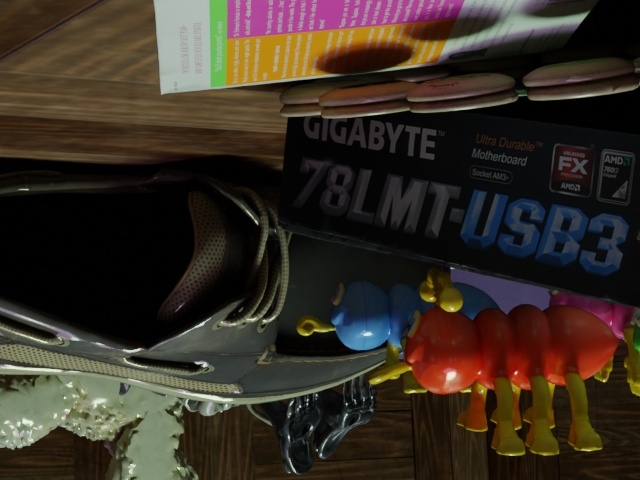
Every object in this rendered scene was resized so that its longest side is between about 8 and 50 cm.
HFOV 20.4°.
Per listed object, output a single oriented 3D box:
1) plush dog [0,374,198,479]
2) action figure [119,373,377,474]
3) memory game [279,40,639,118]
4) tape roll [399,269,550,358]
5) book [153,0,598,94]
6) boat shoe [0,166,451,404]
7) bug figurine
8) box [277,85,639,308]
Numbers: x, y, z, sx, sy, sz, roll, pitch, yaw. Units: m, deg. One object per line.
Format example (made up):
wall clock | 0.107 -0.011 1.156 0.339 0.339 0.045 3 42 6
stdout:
plush dog | -0.219 0.126 1.742 0.262 0.210 0.225 30 176 -19
action figure | -0.086 0.076 1.413 0.276 0.141 0.164 24 -161 34
memory game | 0.078 -0.062 0.651 0.186 0.012 0.186 -7 -173 1
tape roll | 0.149 0.059 1.558 0.189 0.080 0.189 -3 172 0
book | 0.018 -0.079 0.582 0.144 0.035 0.096 -4 172 -5
boat shoe | -0.076 0.026 1.002 0.355 0.132 0.130 -1 173 -24
bug figurine | 0.111 0.043 0.840 0.216 0.072 0.279 -1 -178 -10
box | 0.183 -0.013 0.767 0.293 0.073 0.295 0 -172 -38
